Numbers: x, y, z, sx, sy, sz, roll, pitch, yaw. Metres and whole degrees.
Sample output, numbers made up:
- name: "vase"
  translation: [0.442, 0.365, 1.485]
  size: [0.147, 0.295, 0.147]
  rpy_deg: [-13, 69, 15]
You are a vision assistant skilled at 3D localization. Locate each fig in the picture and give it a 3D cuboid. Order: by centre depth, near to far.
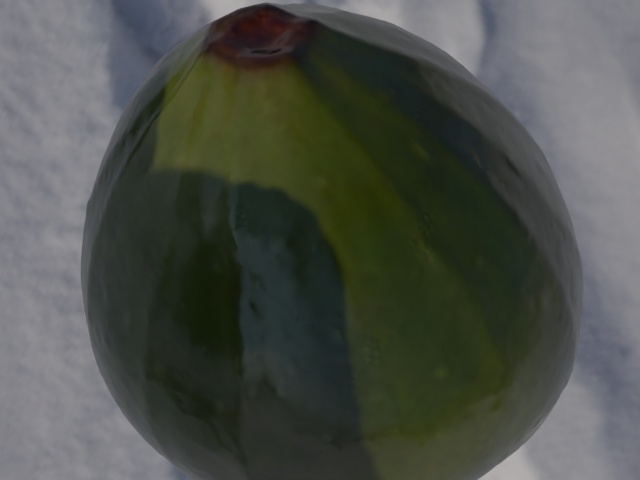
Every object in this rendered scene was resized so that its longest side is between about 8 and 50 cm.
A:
- name: "fig"
  translation: [0.000, 0.000, 0.985]
  size: [0.316, 0.316, 0.316]
  rpy_deg: [7, 69, -19]
